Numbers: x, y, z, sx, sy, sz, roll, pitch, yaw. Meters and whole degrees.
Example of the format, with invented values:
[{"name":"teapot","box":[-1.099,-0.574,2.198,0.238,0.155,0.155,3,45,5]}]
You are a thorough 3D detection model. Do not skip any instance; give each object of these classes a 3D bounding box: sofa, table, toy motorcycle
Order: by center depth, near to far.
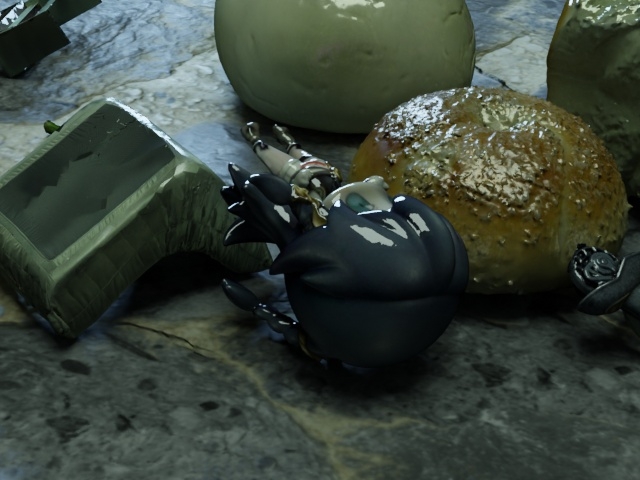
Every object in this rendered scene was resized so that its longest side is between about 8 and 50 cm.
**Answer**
[{"name":"toy motorcycle","box":[0.357,0.041,1.277,0.263,0.091,0.157,-19,60,-30]},{"name":"sofa","box":[-0.207,-0.003,1.353,0.225,0.176,0.210,-44,48,-14]},{"name":"table","box":[-0.398,-0.279,1.802,0.175,0.062,0.146,-23,24,22]}]

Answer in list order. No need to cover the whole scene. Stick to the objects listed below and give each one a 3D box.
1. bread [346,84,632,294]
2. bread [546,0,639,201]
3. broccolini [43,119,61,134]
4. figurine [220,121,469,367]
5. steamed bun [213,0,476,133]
[{"name":"bread","box":[0.176,-0.062,1.391,0.306,0.158,0.305,5,27,-2]},{"name":"bread","box":[0.416,-0.175,1.509,0.279,0.250,0.225,-17,33,-32]},{"name":"broccolini","box":[-0.258,-0.099,1.551,0.218,0.044,0.042,24,77,37]},{"name":"figurine","box":[0.014,0.006,1.241,0.175,0.197,0.265,-19,27,-27]},{"name":"steamed bun","box":[0.036,-0.284,1.682,0.334,0.233,0.312,-7,31,-12]}]
